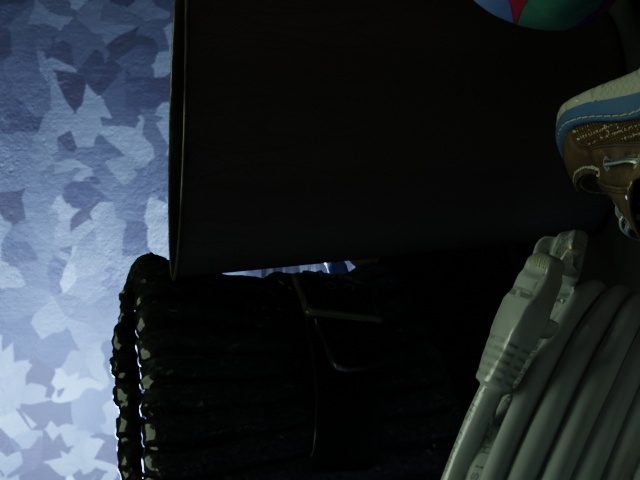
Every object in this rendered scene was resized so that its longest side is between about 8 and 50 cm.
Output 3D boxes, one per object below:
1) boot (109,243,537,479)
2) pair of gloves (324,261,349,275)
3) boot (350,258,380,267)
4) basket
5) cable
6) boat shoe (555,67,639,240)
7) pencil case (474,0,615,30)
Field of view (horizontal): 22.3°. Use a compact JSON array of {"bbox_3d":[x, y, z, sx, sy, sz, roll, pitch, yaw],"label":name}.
[{"bbox_3d":[0.006,0.043,0.957,0.348,0.260,0.131,-104,15,-60],"label":"boot"},{"bbox_3d":[0.000,0.000,1.444,0.159,0.023,0.198,61,-178,-29],"label":"pair of gloves"},{"bbox_3d":[0.035,-0.136,1.428,0.220,0.109,0.283,-105,7,-63],"label":"boot"},{"bbox_3d":[0.035,-0.069,0.870,0.154,0.227,0.204,101,167,-50],"label":"basket"},{"bbox_3d":[0.095,0.143,0.630,0.257,0.089,0.257,50,-122,-71],"label":"cable"},{"bbox_3d":[0.142,-0.033,0.670,0.183,0.066,0.066,128,140,-78],"label":"boat shoe"},{"bbox_3d":[0.121,-0.186,0.720,0.236,0.104,0.104,105,164,-67],"label":"pencil case"}]
